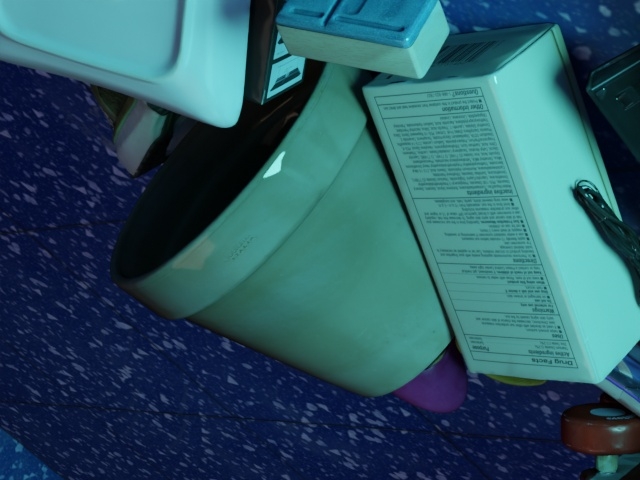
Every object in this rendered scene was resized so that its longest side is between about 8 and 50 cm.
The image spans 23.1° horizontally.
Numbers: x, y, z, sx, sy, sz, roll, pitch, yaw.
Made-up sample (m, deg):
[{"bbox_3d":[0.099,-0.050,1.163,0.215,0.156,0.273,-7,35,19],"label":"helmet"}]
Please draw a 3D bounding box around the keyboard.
[{"bbox_3d":[0.328,-0.042,1.366,0.201,0.033,0.317,-31,121,21],"label":"keyboard"}]

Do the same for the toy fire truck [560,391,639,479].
[{"bbox_3d":[0.406,0.262,1.698,0.253,0.169,0.302,3,-173,29],"label":"toy fire truck"}]

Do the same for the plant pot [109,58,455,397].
[{"bbox_3d":[0.000,0.000,1.552,0.280,0.323,0.323,40,153,-18],"label":"plant pot"}]

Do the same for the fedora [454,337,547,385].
[{"bbox_3d":[0.219,0.113,1.808,0.194,0.079,0.194,24,154,13],"label":"fedora"}]

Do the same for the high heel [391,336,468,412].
[{"bbox_3d":[0.102,0.081,1.813,0.181,0.127,0.377,10,146,53],"label":"high heel"}]

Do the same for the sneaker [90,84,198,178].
[{"bbox_3d":[-0.185,-0.218,1.597,0.182,0.158,0.410,46,151,9],"label":"sneaker"}]

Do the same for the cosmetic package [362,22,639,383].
[{"bbox_3d":[0.175,-0.031,1.435,0.160,0.113,0.309,1,122,45],"label":"cosmetic package"}]

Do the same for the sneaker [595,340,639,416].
[{"bbox_3d":[0.299,0.044,1.567,0.322,0.130,0.236,32,145,9],"label":"sneaker"}]

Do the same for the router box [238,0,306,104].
[{"bbox_3d":[-0.145,-0.282,1.346,0.308,0.081,0.243,22,120,19],"label":"router box"}]

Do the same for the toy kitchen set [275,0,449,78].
[{"bbox_3d":[0.047,-0.258,1.166,0.122,0.207,0.166,14,150,30],"label":"toy kitchen set"}]

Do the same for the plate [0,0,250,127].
[{"bbox_3d":[-0.183,-0.249,1.304,0.278,0.045,0.277,18,117,21],"label":"plate"}]
